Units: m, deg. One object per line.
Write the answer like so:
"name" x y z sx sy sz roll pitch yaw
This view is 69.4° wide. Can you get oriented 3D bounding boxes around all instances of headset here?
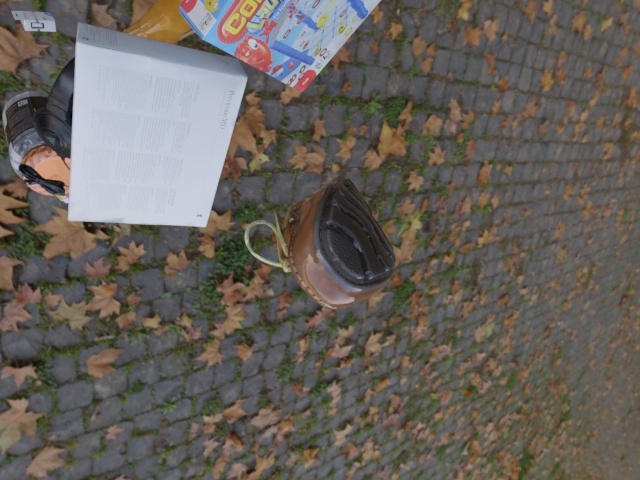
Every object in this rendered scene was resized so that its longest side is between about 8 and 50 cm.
"headset" -0.601 -0.285 1.117 0.393 0.185 0.243 -60 -177 21

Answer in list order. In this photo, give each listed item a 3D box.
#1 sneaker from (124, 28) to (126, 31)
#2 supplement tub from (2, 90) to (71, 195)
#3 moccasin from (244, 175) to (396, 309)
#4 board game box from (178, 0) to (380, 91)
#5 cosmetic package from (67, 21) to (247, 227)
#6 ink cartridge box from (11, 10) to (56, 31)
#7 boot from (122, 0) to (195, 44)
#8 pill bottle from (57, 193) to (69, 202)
"sneaker" -0.669 -0.569 1.441 0.237 0.085 0.086 -46 152 -15
"supplement tub" -0.802 -0.282 1.351 0.194 0.316 0.193 -23 141 -19
"moccasin" -0.002 -0.002 0.592 0.147 0.380 0.139 -35 105 8
"board game box" -0.036 -0.444 0.815 0.308 0.086 0.302 -44 160 22
"cosmetic package" -0.336 -0.198 0.922 0.285 0.097 0.377 4 131 -28
"ink cartridge box" -0.693 -0.530 1.117 0.083 0.048 0.028 -15 143 -34
"boot" -0.452 -0.589 1.261 0.212 0.295 0.104 -27 99 -8
"pill bottle" -0.951 -0.175 1.699 0.043 0.043 0.083 -43 153 -19
